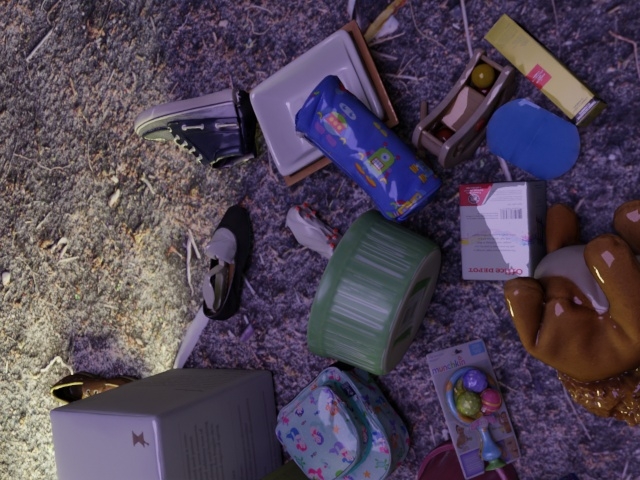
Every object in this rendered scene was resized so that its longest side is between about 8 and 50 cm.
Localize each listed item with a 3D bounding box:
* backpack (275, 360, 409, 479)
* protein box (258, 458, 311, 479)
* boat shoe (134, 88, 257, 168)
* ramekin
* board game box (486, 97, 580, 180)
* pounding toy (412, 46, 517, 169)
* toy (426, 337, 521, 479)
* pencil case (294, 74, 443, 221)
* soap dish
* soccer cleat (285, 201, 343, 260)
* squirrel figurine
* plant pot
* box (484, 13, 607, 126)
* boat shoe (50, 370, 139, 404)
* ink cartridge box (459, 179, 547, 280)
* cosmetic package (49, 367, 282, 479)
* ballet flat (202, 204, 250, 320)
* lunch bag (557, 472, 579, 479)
[{"bbox_3d":[0.050,0.404,1.495,0.253,0.191,0.225,50,116,12],"label":"backpack"},{"bbox_3d":[-0.019,0.587,1.537,0.199,0.201,0.136,20,105,28],"label":"protein box"},{"bbox_3d":[-0.294,-0.238,1.661,0.340,0.127,0.158,-8,83,31],"label":"boat shoe"},{"bbox_3d":[0.112,0.107,1.360,0.148,0.303,0.304,23,106,19],"label":"ramekin"},{"bbox_3d":[0.388,-0.189,1.292,0.168,0.033,0.133,31,138,10],"label":"board game box"},{"bbox_3d":[0.228,-0.237,1.331,0.155,0.154,0.270,40,113,22],"label":"pounding toy"},{"bbox_3d":[0.300,0.311,1.341,0.056,0.136,0.237,-32,71,63],"label":"toy"},{"bbox_3d":[0.081,-0.164,1.320,0.306,0.119,0.133,44,86,4],"label":"pencil case"},{"bbox_3d":[0.011,-0.276,1.480,0.290,0.118,0.229,-27,81,30],"label":"soap dish"},{"bbox_3d":[0.000,0.000,1.552,0.196,0.068,0.076,45,130,21],"label":"soccer cleat"},{"bbox_3d":[0.539,0.129,1.113,0.370,0.281,0.397,-9,108,39],"label":"squirrel figurine"},{"bbox_3d":[0.261,0.501,1.372,0.201,0.180,0.201,4,97,32],"label":"plant pot"},{"bbox_3d":[0.398,-0.300,1.262,0.232,0.087,0.058,50,117,16],"label":"box"},{"bbox_3d":[-0.598,0.425,1.929,0.307,0.104,0.111,-3,94,31],"label":"boat shoe"},{"bbox_3d":[0.336,-0.019,1.303,0.128,0.127,0.176,1,95,31],"label":"ink cartridge box"},{"bbox_3d":[-0.328,0.489,1.604,0.327,0.393,0.330,-5,92,32],"label":"cosmetic package"},{"bbox_3d":[-0.225,0.058,1.670,0.095,0.096,0.281,13,101,30],"label":"ballet flat"},{"bbox_3d":[0.353,0.576,1.296,0.293,0.221,0.138,-47,63,29],"label":"lunch bag"}]
